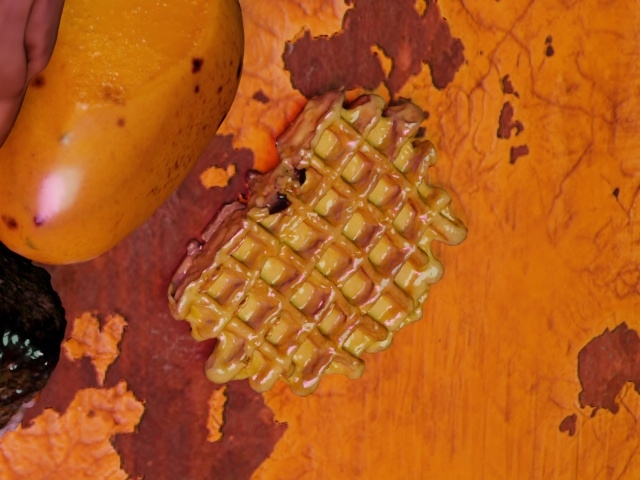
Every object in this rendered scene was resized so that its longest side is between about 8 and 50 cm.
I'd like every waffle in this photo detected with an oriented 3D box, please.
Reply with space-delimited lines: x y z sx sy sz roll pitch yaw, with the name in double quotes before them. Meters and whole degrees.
"waffle" -0.001 0.000 1.010 0.309 0.065 0.283 -11 108 -30

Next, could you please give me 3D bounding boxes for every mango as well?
"mango" -0.158 -0.095 0.811 0.160 0.191 0.290 26 51 -5

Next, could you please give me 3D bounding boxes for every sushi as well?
"sushi" -0.266 0.048 0.777 0.126 0.225 0.136 31 94 -28

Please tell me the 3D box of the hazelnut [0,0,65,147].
"hazelnut" -0.309 -0.185 0.652 0.315 0.372 0.372 -20 114 -62
